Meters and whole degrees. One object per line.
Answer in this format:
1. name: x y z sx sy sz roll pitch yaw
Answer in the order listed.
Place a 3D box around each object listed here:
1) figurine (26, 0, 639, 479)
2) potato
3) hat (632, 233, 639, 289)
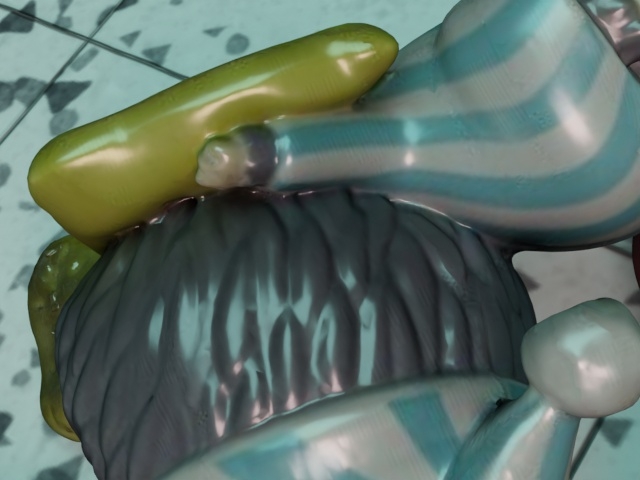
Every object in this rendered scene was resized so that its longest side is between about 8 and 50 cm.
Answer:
1. figurine: 0.069 0.086 0.579 0.361 0.266 0.377 -25 80 16
2. potato: -0.142 0.060 0.736 0.091 0.070 0.138 -29 59 31
3. hat: 0.281 0.004 0.657 0.205 0.089 0.205 -10 56 15
